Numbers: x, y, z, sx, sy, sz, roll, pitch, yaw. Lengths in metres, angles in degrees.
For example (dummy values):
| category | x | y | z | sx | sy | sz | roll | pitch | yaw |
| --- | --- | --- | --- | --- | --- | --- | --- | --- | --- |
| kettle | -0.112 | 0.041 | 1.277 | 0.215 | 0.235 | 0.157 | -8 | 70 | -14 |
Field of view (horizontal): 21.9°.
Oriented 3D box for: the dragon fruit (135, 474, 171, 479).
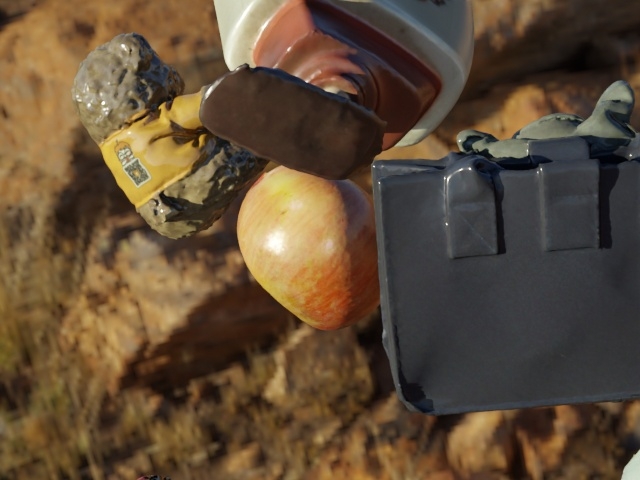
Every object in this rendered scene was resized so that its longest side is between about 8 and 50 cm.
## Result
| category | x | y | z | sx | sy | sz | roll | pitch | yaw |
| --- | --- | --- | --- | --- | --- | --- | --- | --- | --- |
| dragon fruit | -0.164 | 0.331 | 1.095 | 0.100 | 0.344 | 0.282 | 2 | -3 | 8 |

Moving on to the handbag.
| category | x | y | z | sx | sy | sz | roll | pitch | yaw |
| --- | --- | --- | --- | --- | --- | --- | --- | --- | --- |
| handbag | 0.211 | 0.007 | 1.442 | 0.325 | 0.269 | 0.118 | -4 | 20 | 0 |

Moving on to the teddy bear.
| category | x | y | z | sx | sy | sz | roll | pitch | yaw |
| --- | --- | --- | --- | --- | --- | --- | --- | --- | --- |
| teddy bear | -0.147 | -0.096 | 1.500 | 0.177 | 0.190 | 0.140 | -37 | 4 | 46 |

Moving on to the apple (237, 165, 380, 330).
| category | x | y | z | sx | sy | sz | roll | pitch | yaw |
| --- | --- | --- | --- | --- | --- | --- | --- | --- | --- |
| apple | 0.000 | 0.000 | 1.949 | 0.164 | 0.209 | 0.209 | -43 | 26 | 7 |

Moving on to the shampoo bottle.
| category | x | y | z | sx | sy | sz | roll | pitch | yaw |
| --- | --- | --- | --- | --- | --- | --- | --- | --- | --- |
| shampoo bottle | 0.002 | -0.101 | 0.729 | 0.071 | 0.153 | 0.284 | -52 | 16 | 22 |

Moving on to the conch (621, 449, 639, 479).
| category | x | y | z | sx | sy | sz | roll | pitch | yaw |
| --- | --- | --- | --- | --- | --- | --- | --- | --- | --- |
| conch | 0.444 | 0.308 | 1.969 | 0.184 | 0.121 | 0.221 | 13 | 40 | -2 |
